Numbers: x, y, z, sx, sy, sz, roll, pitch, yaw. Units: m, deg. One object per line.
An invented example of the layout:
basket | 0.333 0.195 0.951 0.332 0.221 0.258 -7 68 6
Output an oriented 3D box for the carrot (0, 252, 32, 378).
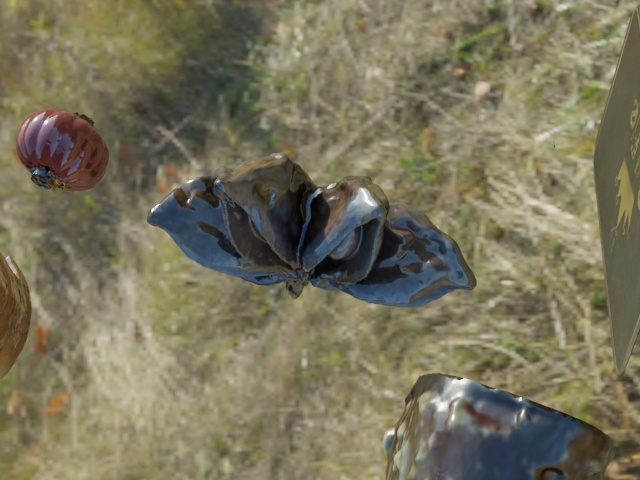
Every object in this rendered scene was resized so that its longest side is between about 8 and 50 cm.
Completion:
carrot | -0.395 0.057 1.356 0.254 0.196 0.196 128 136 -73

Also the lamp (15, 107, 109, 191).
lamp | -0.288 -0.100 1.475 0.107 0.107 0.092 -8 47 51

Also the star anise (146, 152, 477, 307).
star anise | -0.013 -0.005 0.852 0.212 0.197 0.073 4 74 36

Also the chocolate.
chocolate | 0.173 0.283 1.442 0.340 0.225 0.210 139 154 -77

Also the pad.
pad | 0.304 -0.086 1.383 0.375 0.063 0.315 -85 1 -46
